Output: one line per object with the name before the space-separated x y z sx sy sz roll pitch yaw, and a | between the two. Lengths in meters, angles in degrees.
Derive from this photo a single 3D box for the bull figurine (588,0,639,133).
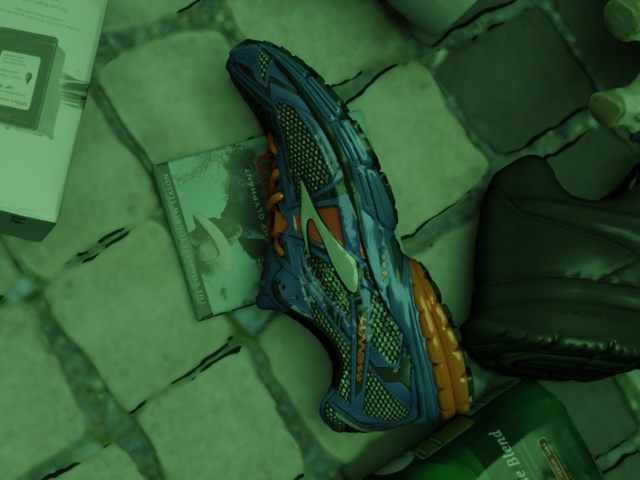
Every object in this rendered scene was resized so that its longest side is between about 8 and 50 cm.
bull figurine | 0.235 -0.097 0.765 0.188 0.101 0.310 -41 87 -27

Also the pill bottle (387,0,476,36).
pill bottle | -0.003 -0.243 0.755 0.278 0.162 0.162 41 77 -7

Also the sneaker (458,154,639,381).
sneaker | 0.216 0.016 0.815 0.286 0.109 0.130 8 73 -17

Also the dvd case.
dvd case | -0.021 -0.014 0.803 0.119 0.013 0.087 -16 88 -14

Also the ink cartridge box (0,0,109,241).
ink cartridge box | -0.149 -0.061 0.730 0.060 0.104 0.180 14 82 -13

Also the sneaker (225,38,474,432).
sneaker | 0.000 0.000 0.761 0.087 0.083 0.221 -25 85 -2

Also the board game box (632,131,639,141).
board game box | 0.283 -0.136 0.875 0.160 0.039 0.211 17 81 -11

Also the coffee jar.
coffee jar | 0.054 0.153 0.770 0.184 0.079 0.096 -29 91 -14
